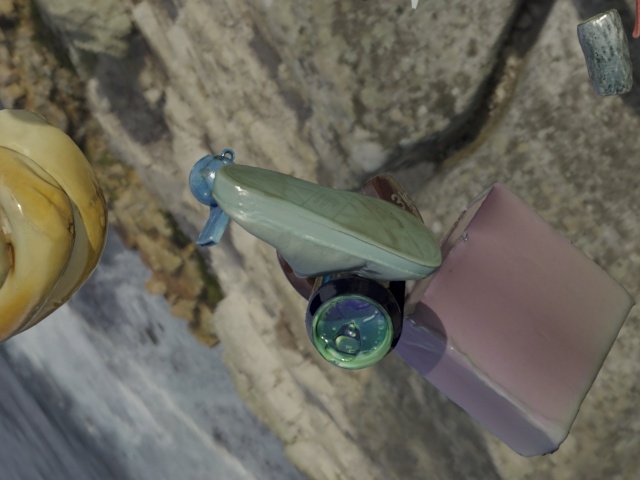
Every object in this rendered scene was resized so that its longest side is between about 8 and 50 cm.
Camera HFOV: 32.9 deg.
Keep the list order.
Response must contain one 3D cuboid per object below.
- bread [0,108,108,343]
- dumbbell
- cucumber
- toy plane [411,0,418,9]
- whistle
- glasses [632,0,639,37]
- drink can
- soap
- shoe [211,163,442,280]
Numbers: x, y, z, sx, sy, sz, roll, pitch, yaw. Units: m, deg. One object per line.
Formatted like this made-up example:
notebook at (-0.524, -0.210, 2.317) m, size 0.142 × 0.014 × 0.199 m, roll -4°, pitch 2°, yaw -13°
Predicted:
bread at (-0.494, -0.009, 1.387) m, size 0.245 × 0.423 × 0.329 m, roll -46°, pitch -59°, yaw -79°
dumbbell at (0.049, -0.001, 1.753) m, size 0.225 × 0.140 × 0.124 m, roll -34°, pitch 86°, yaw 21°
cucumber at (0.387, -0.251, 1.465) m, size 0.064 × 0.064 × 0.112 m, roll -1°, pitch 111°, yaw 56°
toy plane at (0.100, -0.416, 1.733) m, size 0.171 × 0.066 × 0.162 m, roll 21°, pitch 157°, yaw -10°
whistle at (-0.169, -0.076, 1.673) m, size 0.090 × 0.158 × 0.090 m, roll 20°, pitch 157°, yaw 9°
glasses at (0.574, -0.414, 1.579) m, size 0.268 × 0.234 × 0.118 m, roll 112°, pitch 158°, yaw -46°
drink can at (0.046, 0.071, 1.324) m, size 0.205 × 0.118 × 0.118 m, roll -75°, pitch -38°, yaw -71°
soap at (0.274, 0.110, 1.545) m, size 0.285 × 0.296 × 0.107 m, roll 41°, pitch 148°, yaw -3°
shoe at (0.000, 0.000, 1.092) m, size 0.103 × 0.251 × 0.100 m, roll -98°, pitch 32°, yaw -58°
